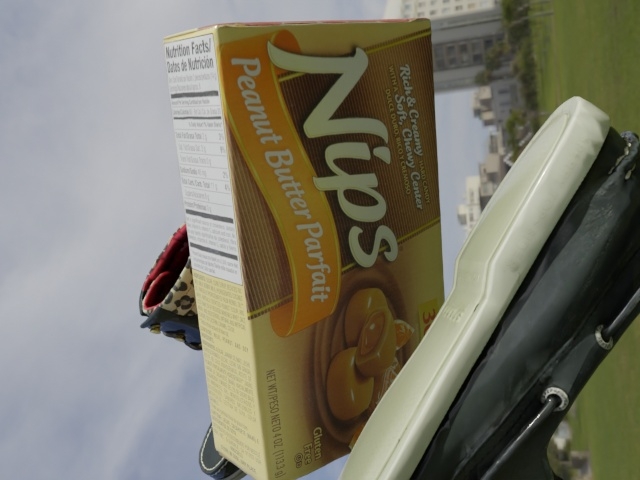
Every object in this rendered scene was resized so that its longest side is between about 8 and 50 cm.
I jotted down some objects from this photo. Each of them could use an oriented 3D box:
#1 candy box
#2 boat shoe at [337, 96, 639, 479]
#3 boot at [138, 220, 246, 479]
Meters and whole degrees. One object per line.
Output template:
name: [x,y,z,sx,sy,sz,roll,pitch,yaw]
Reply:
candy box: [0.000,0.000,0.546,0.183,0.088,0.316,-14,-75,-35]
boat shoe: [0.096,0.098,0.396,0.340,0.113,0.127,-62,0,1]
boot: [-0.096,0.104,0.662,0.179,0.085,0.236,26,-81,-34]
